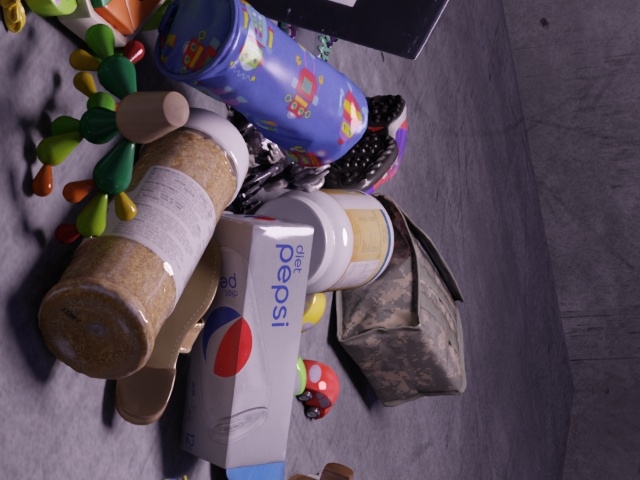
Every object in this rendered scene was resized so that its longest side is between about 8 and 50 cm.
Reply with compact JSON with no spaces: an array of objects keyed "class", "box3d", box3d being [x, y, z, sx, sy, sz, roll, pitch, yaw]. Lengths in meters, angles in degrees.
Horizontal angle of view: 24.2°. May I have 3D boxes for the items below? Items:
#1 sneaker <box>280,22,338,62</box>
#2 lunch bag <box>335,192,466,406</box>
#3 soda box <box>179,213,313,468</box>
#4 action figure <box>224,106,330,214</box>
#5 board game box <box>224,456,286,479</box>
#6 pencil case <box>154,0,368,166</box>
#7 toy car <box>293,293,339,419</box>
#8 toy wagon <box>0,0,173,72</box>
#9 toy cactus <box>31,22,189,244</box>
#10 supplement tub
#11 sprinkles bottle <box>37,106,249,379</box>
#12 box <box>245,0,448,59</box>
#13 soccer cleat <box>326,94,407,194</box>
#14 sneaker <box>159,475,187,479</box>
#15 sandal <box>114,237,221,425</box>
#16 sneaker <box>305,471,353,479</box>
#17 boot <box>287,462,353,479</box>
[{"class":"sneaker","box3d":[-0.008,-0.287,2.177,0.083,0.098,0.224,43,46,-64]},{"class":"lunch bag","box3d":[0.133,0.088,2.430,0.235,0.169,0.287,57,26,-49]},{"class":"soda box","box3d":[-0.087,0.115,1.736,0.098,0.091,0.286,2,99,-43]},{"class":"action figure","box3d":[-0.061,-0.128,1.930,0.164,0.141,0.276,68,24,-15]},{"class":"board game box","box3d":[-0.095,0.282,1.912,0.133,0.033,0.169,-66,145,-43]},{"class":"pencil case","box3d":[-0.067,-0.185,1.701,0.306,0.133,0.119,31,81,-54]},{"class":"toy car","box3d":[-0.028,0.171,2.097,0.225,0.053,0.239,-46,129,-66]},{"class":"toy wagon","box3d":[-0.235,-0.311,1.551,0.344,0.068,0.267,-65,146,-56]},{"class":"toy cactus","box3d":[-0.194,-0.107,1.457,0.112,0.180,0.219,27,66,-42]},{"class":"supplement tub","box3d":[0.000,0.000,2.051,0.199,0.144,0.144,-3,89,-62]},{"class":"sprinkles bottle","box3d":[-0.178,-0.007,1.576,0.355,0.121,0.121,-67,148,-53]},{"class":"box","box3d":[-0.002,-0.394,1.758,0.294,0.296,0.183,-97,-152,-47]},{"class":"soccer cleat","box3d":[0.086,-0.127,2.427,0.318,0.108,0.116,-68,152,-58]},{"class":"sneaker","box3d":[-0.175,0.322,1.638,0.053,0.059,0.144,-126,-142,-63]},{"class":"sandal","box3d":[-0.179,0.104,1.665,0.079,0.088,0.240,116,-9,-58]},{"class":"sneaker","box3d":[0.013,0.378,2.193,0.158,0.061,0.065,19,83,-62]},{"class":"boot","box3d":[-0.013,0.395,2.031,0.197,0.073,0.152,-4,113,-67]}]
